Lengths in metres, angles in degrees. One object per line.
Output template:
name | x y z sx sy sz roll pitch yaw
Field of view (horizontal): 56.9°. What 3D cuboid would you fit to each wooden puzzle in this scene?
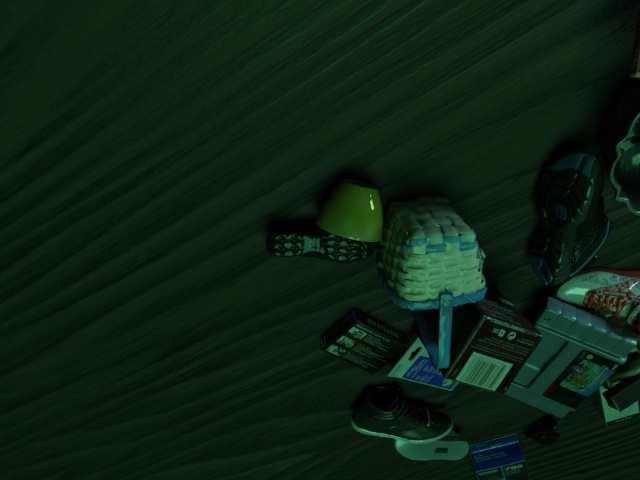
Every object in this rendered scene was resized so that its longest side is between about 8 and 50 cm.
wooden puzzle | 0.725 0.174 1.491 0.116 0.014 0.078 -24 130 13

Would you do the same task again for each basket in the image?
basket | 0.218 0.077 1.185 0.201 0.255 0.289 -2 120 -8

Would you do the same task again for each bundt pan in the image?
bundt pan | 0.670 -0.202 1.085 0.330 0.124 0.331 -4 130 -4

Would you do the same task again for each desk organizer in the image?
desk organizer | 0.821 0.395 1.564 0.130 0.050 0.047 -31 90 -3

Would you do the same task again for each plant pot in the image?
plant pot | 0.066 -0.064 1.141 0.134 0.134 0.095 11 105 -16

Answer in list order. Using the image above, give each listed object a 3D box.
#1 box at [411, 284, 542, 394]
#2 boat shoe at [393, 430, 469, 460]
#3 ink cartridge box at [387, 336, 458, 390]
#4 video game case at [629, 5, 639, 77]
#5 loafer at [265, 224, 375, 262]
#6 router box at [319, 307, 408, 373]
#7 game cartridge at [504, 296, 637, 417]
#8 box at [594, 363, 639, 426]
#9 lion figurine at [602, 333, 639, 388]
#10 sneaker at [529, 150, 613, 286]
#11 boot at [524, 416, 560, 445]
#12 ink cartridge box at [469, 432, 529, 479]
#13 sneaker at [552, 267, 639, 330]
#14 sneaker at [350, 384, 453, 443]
box | 0.341 0.202 1.318 0.168 0.203 0.167 19 110 -22
boat shoe | 0.317 0.596 1.756 0.258 0.084 0.095 20 101 -24
ink cartridge box | 0.304 0.294 1.520 0.208 0.045 0.206 17 126 -21
video game case | 0.590 -0.391 0.889 0.204 0.025 0.285 1 105 -2
loafer | 0.000 0.000 1.209 0.223 0.078 0.076 2 106 -3
router box | 0.108 0.252 1.460 0.179 0.046 0.133 30 121 -29
game cartridge | 0.595 0.308 1.487 0.230 0.068 0.355 25 135 9
box | 0.852 0.442 1.707 0.100 0.060 0.244 -21 130 11
lion figurine | 0.857 0.262 1.482 0.240 0.142 0.392 -23 171 -12
sneaker | 0.527 -0.054 1.218 0.139 0.125 0.341 -19 138 -10
boot | 0.705 0.595 1.833 0.099 0.045 0.121 30 128 -26
ink cartridge box | 0.598 0.763 1.954 0.165 0.065 0.333 -18 130 9
sneaker | 0.694 0.142 1.372 0.270 0.145 0.090 -2 130 -6
sneaker | 0.241 0.478 1.631 0.295 0.105 0.147 7 135 -7
